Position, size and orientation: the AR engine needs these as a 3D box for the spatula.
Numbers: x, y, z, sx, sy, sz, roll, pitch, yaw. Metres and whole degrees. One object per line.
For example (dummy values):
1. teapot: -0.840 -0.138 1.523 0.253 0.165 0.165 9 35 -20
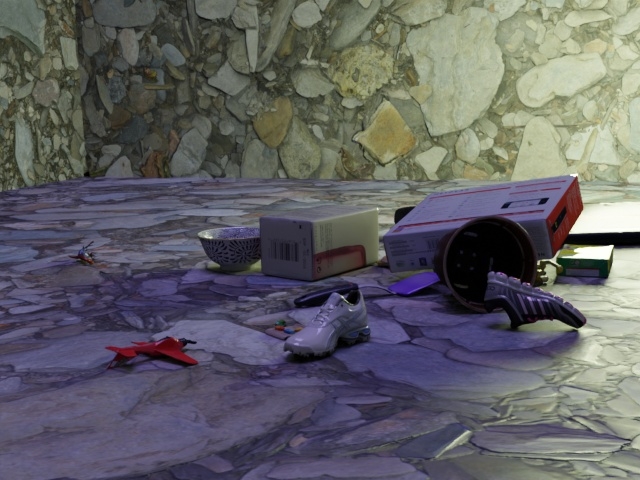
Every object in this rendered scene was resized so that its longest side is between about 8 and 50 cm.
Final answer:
1. spatula: 0.087 0.091 1.779 0.296 0.030 0.084 -6 9 -23

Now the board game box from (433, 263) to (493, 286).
1. board game box: 0.343 0.037 1.912 0.201 0.035 0.136 -21 16 -25

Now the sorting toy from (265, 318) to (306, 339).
1. sorting toy: -0.057 0.142 1.549 0.062 0.012 0.083 -9 12 -34

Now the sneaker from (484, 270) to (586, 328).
1. sneaker: 0.337 0.113 1.534 0.170 0.075 0.063 23 -4 11

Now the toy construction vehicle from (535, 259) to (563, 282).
1. toy construction vehicle: 0.418 0.058 1.905 0.086 0.035 0.098 -9 12 -38

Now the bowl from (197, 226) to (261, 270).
1. bowl: -0.182 0.021 2.093 0.170 0.080 0.170 -2 10 0

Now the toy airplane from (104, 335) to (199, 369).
1. toy airplane: -0.253 0.161 1.418 0.151 0.028 0.151 -1 10 0

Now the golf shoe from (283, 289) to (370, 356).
1. golf shoe: 0.006 0.122 1.443 0.069 0.086 0.176 8 15 37

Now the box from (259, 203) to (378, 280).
1. box: 0.000 0.000 2.047 0.148 0.127 0.232 6 12 39

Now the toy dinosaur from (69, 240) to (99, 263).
1. toy dinosaur: -0.545 0.042 2.220 0.090 0.047 0.082 -33 14 11

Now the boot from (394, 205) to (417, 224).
1. boot: 0.281 -0.048 2.494 0.198 0.077 0.137 11 4 -5

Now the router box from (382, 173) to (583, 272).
1. router box: 0.338 -0.037 1.954 0.335 0.082 0.301 -6 17 29

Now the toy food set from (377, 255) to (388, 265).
1. toy food set: 0.170 0.045 2.071 0.083 0.020 0.082 -7 11 -32

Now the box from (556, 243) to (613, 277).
1. box: 0.550 0.038 1.987 0.105 0.043 0.179 2 12 21

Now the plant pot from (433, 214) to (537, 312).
1. plant pot: 0.280 0.037 1.714 0.167 0.167 0.165 -3 3 -7

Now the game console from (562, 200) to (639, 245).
1. game console: 0.708 -0.035 2.400 0.386 0.060 0.342 -3 15 -2
